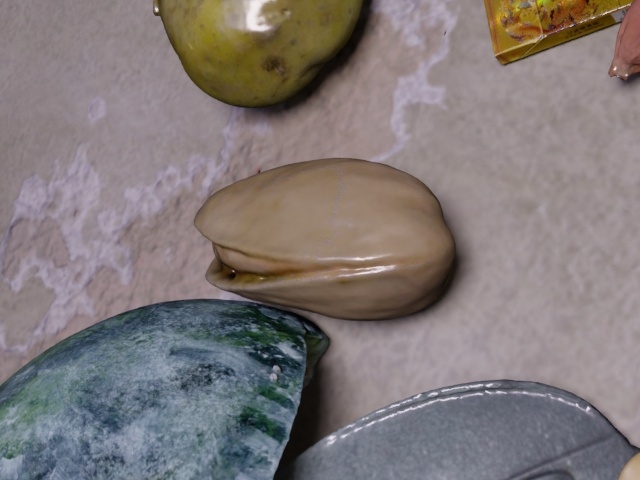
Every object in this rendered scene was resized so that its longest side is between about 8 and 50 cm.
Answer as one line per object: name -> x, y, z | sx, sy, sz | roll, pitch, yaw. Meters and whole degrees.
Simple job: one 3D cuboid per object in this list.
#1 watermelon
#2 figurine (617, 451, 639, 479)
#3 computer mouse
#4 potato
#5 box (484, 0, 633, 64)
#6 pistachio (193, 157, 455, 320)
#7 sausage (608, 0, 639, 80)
watermelon -> -0.105, 0.179, 0.652 | 0.289, 0.320, 0.213 | -136, 35, -56
figurine -> 0.262, 0.126, 0.530 | 0.196, 0.114, 0.108 | -46, 54, -7
computer mouse -> 0.048, 0.234, 0.621 | 0.374, 0.114, 0.203 | -37, 60, 17
potato -> -0.053, -0.234, 0.793 | 0.197, 0.148, 0.228 | -31, 63, 6
box -> 0.202, -0.201, 0.702 | 0.156, 0.022, 0.089 | -15, 67, 27
pistachio -> 0.000, 0.000, 0.705 | 0.226, 0.136, 0.135 | 3, 78, 32
sausage -> 0.381, -0.207, 0.558 | 0.433, 0.088, 0.087 | -22, 66, 25
